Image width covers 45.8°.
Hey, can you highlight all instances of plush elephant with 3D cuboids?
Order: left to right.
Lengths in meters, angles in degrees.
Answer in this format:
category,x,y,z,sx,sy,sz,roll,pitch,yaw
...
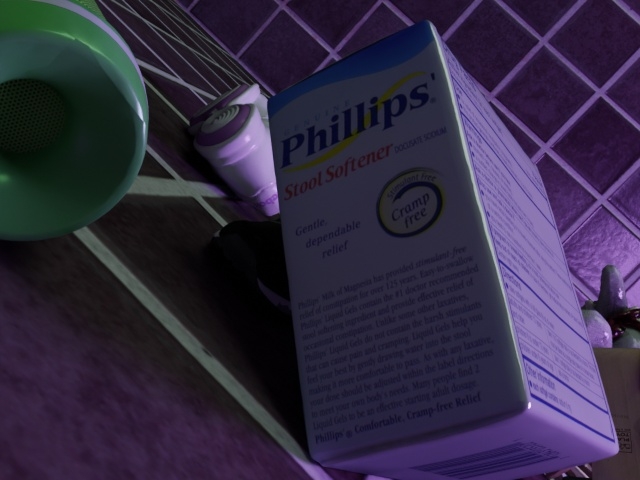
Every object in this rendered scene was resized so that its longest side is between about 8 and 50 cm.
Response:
category,x,y,z,sx,sy,sz,roll,pitch,yaw
plush elephant,0.539,0.174,1.371,0.255,0.271,0.330,-90,173,-49

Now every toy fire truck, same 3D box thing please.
category,x,y,z,sx,sy,sz,roll,pitch,yaw
toy fire truck,0.330,0.267,0.897,0.246,0.158,0.217,60,33,-53

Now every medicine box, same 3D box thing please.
category,x,y,z,sx,sy,sz,roll,pitch,yaw
medicine box,0.101,0.030,0.602,0.263,0.149,0.289,32,43,-53

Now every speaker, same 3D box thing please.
category,x,y,z,sx,sy,sz,roll,pitch,yaw
speaker,-0.192,-0.123,0.455,0.131,0.131,0.296,36,11,-41

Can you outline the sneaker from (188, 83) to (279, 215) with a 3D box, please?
category,x,y,z,sx,sy,sz,roll,pitch,yaw
sneaker,-0.099,-0.119,1.017,0.152,0.114,0.305,55,8,-21

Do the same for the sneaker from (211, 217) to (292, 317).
category,x,y,z,sx,sy,sz,roll,pitch,yaw
sneaker,0.000,0.000,0.743,0.107,0.124,0.283,46,9,20

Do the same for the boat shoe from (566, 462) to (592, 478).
category,x,y,z,sx,sy,sz,roll,pitch,yaw
boat shoe,0.464,0.372,1.179,0.257,0.095,0.095,46,9,17
